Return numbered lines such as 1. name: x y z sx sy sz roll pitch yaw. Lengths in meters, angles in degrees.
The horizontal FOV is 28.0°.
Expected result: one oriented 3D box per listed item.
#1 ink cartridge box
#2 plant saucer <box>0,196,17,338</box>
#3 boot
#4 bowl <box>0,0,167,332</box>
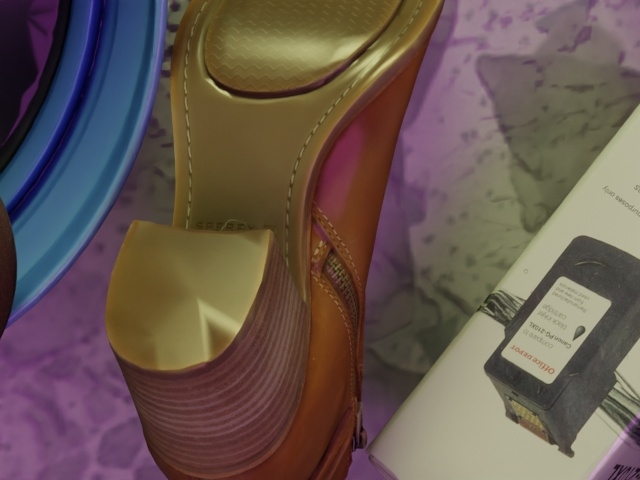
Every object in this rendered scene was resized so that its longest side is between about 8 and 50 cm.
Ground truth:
1. ink cartridge box: 0.156 0.055 0.662 0.237 0.100 0.172 -52 153 8
2. plant saucer: -0.205 0.020 0.509 0.168 0.029 0.168 -8 117 -17
3. boot: 0.000 0.000 0.607 0.109 0.283 0.220 7 149 15
4. bowl: -0.256 -0.104 0.494 0.391 0.077 0.391 -8 116 -16
